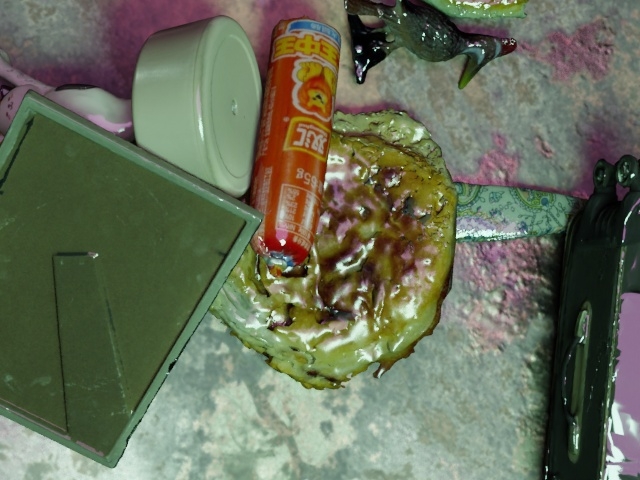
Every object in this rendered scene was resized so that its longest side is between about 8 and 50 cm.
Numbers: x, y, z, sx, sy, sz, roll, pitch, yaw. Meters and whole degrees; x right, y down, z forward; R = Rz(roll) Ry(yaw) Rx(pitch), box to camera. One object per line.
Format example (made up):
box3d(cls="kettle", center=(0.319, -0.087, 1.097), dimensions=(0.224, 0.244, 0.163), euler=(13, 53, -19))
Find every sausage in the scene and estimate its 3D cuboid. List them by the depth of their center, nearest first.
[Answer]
box3d(cls="sausage", center=(-0.028, -0.086, 1.645), dimensions=(0.074, 0.074, 0.274), euler=(12, 65, -10))

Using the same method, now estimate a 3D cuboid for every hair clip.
box3d(cls="hair clip", center=(0.203, -0.029, 1.783), dimensions=(0.229, 0.036, 0.066), euler=(1, 72, -10))

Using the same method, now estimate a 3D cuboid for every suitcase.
box3d(cls="suitcase", center=(0.372, 0.142, 1.725), dimensions=(0.283, 0.194, 0.433), euler=(5, 87, -16))

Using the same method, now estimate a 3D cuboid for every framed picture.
box3d(cls="framed picture", center=(-0.236, 0.046, 1.617), dimensions=(0.247, 0.022, 0.335), euler=(27, 118, -8))

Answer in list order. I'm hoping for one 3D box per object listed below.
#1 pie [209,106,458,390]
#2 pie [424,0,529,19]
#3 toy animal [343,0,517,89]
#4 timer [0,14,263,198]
box3d(cls="pie", center=(0.000, 0.000, 1.714), dimensions=(0.308, 0.085, 0.308), euler=(1, 81, -7))
box3d(cls="pie", center=(0.158, -0.383, 1.776), dimensions=(0.303, 0.067, 0.302), euler=(0, 90, -10))
box3d(cls="toy animal", center=(0.107, -0.210, 1.753), dimensions=(0.202, 0.105, 0.070), euler=(8, 53, -14))
box3d(cls="timer", center=(-0.206, -0.122, 1.643), dimensions=(0.266, 0.175, 0.175), euler=(-2, 88, 17))
